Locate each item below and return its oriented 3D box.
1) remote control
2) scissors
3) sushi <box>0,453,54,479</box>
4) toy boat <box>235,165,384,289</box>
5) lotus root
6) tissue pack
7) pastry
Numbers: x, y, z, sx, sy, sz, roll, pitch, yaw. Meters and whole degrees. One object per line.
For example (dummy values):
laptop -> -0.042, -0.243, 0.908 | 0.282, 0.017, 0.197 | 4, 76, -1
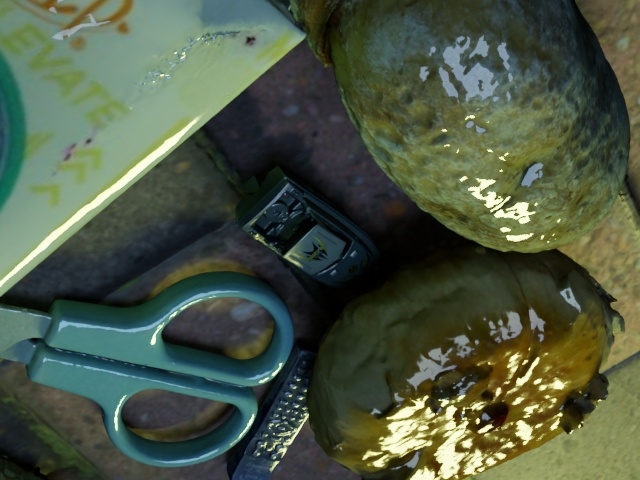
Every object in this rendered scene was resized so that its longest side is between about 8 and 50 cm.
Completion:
remote control -> -0.036, 0.148, 1.120 | 0.043, 0.027, 0.152 | 20, 116, -25
scissors -> -0.235, 0.066, 0.981 | 0.447, 0.029, 0.193 | 16, 120, -27
sushi -> -0.287, 0.229, 1.014 | 0.115, 0.147, 0.212 | -47, 135, 13
toy boat -> 0.000, 0.000, 0.996 | 0.055, 0.060, 0.141 | -43, 132, 14
lotus root -> 0.116, -0.094, 0.890 | 0.175, 0.175, 0.349 | -37, 137, 11
tissue pack -> -0.246, -0.103, 0.754 | 0.388, 0.162, 0.287 | -39, 129, 11
pastry -> 0.112, 0.105, 1.052 | 0.235, 0.121, 0.257 | 13, 130, -41
